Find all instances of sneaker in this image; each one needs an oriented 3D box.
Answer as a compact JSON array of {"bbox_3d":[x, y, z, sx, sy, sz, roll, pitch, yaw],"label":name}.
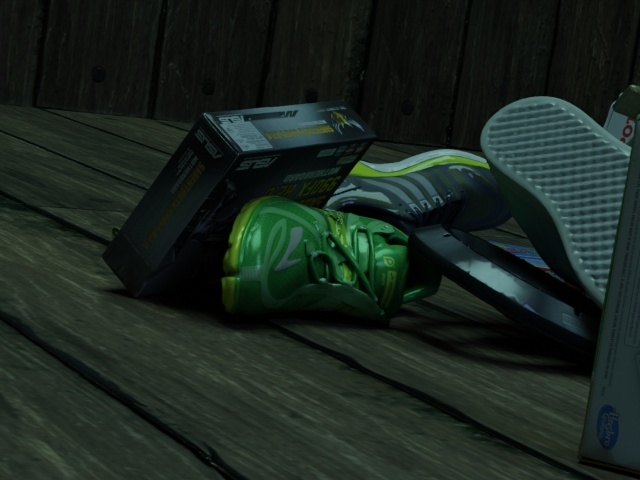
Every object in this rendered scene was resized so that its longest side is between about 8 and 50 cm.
[{"bbox_3d":[0.015,0.018,1.564,0.123,0.110,0.295,10,8,33],"label":"sneaker"},{"bbox_3d":[0.094,-0.028,1.942,0.299,0.111,0.121,-3,38,-21],"label":"sneaker"},{"bbox_3d":[0.279,0.004,1.572,0.135,0.150,0.366,-32,39,2],"label":"sneaker"}]

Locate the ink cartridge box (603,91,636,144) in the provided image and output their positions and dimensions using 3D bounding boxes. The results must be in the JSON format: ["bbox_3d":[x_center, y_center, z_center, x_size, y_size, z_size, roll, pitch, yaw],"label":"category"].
[{"bbox_3d":[0.440,-0.032,1.921,0.278,0.201,0.117,19,-1,40],"label":"ink cartridge box"}]

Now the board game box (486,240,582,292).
[{"bbox_3d":[0.174,0.018,2.034,0.281,0.027,0.145,9,10,9],"label":"board game box"}]

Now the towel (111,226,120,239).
[{"bbox_3d":[-0.101,0.008,1.842,0.237,0.021,0.102,5,9,-23],"label":"towel"}]

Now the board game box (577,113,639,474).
[{"bbox_3d":[0.341,0.062,1.106,0.316,0.242,0.064,13,9,27],"label":"board game box"}]

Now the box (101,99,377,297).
[{"bbox_3d":[-0.072,-0.042,1.591,0.056,0.183,0.231,48,28,19],"label":"box"}]

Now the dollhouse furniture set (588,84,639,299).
[{"bbox_3d":[0.367,-0.017,1.679,0.135,0.262,0.259,6,-31,-19],"label":"dollhouse furniture set"}]

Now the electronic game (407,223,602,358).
[{"bbox_3d":[0.182,0.050,1.563,0.229,0.048,0.229,28,7,-4],"label":"electronic game"}]
